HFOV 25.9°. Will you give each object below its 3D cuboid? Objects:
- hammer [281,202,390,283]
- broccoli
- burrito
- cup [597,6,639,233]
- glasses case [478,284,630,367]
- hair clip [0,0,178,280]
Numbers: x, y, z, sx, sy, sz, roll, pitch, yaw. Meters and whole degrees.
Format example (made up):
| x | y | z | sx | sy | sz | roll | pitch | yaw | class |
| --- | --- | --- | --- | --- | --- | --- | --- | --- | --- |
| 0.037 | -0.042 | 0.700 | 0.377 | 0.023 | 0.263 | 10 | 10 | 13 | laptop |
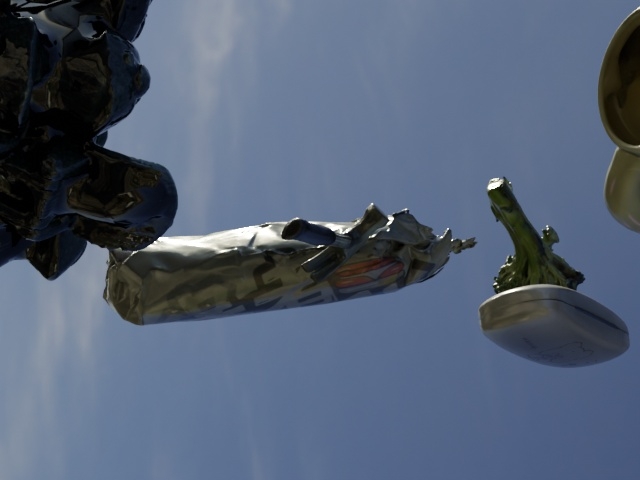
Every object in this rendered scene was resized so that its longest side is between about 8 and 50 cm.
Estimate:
| x | y | z | sx | sy | sz | roll | pitch | yaw | class |
| --- | --- | --- | --- | --- | --- | --- | --- | --- | --- |
| 0.000 | 0.000 | 1.413 | 0.103 | 0.246 | 0.029 | -44 | -102 | 10 | hammer |
| 0.267 | 0.003 | 1.834 | 0.204 | 0.122 | 0.118 | 62 | -7 | -26 | broccoli |
| -0.034 | 0.028 | 1.613 | 0.139 | 0.445 | 0.101 | -106 | -171 | -78 | burrito |
| 0.424 | -0.123 | 1.518 | 0.173 | 0.202 | 0.255 | 14 | -83 | 62 | cup |
| 0.199 | 0.074 | 1.172 | 0.074 | 0.193 | 0.049 | -19 | -112 | 28 | glasses case |
| -0.219 | -0.090 | 1.026 | 0.310 | 0.194 | 0.206 | 115 | -35 | -42 | hair clip |
